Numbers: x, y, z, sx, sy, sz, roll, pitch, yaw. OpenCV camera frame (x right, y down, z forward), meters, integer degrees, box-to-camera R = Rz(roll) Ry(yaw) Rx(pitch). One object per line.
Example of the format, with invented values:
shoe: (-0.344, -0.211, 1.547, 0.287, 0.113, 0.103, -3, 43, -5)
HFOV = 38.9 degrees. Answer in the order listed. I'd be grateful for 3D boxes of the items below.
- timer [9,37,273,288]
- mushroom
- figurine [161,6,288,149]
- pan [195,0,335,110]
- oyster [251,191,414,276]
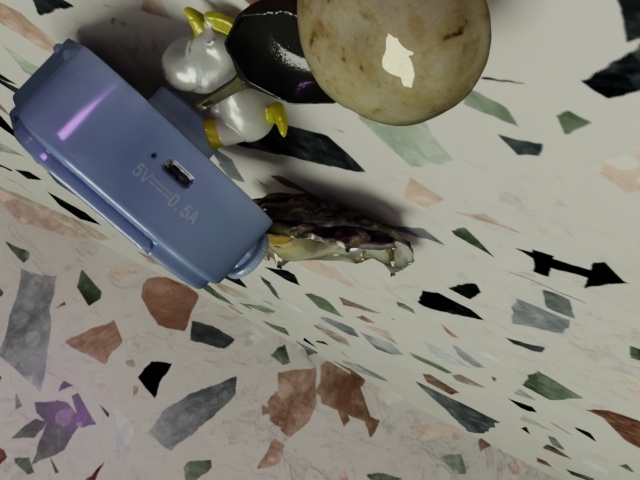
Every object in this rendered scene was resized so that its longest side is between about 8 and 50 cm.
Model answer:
timer: (-0.211, -0.098, 1.179, 0.395, 0.173, 0.395, 41, 176, 3)
mushroom: (0.058, -0.173, 0.717, 0.166, 0.127, 0.166, 27, 142, 24)
figurine: (-0.107, -0.187, 1.008, 0.129, 0.109, 0.178, 4, 137, 42)
pan: (-0.058, -0.192, 0.908, 0.202, 0.048, 0.128, 3, 145, 27)
oyster: (0.004, -0.010, 1.316, 0.271, 0.100, 0.275, 22, 164, -2)
